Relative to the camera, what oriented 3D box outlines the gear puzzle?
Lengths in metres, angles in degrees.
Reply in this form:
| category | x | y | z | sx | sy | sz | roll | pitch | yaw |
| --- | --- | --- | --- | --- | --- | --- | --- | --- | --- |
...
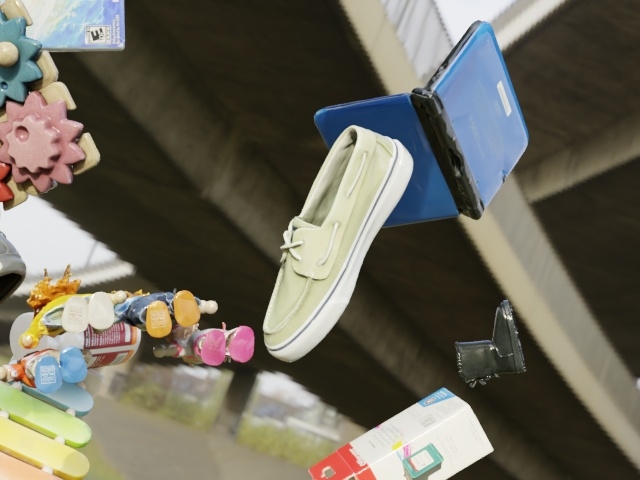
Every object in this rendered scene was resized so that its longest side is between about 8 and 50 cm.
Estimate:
| category | x | y | z | sx | sy | sz | roll | pitch | yaw |
| --- | --- | --- | --- | --- | --- | --- | --- | --- | --- |
| gear puzzle | -0.367 | -0.074 | 1.159 | 0.338 | 0.176 | 0.044 | -24 | 4 | 22 |

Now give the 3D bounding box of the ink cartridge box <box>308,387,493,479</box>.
| category | x | y | z | sx | sy | sz | roll | pitch | yaw |
| --- | --- | --- | --- | --- | --- | --- | --- | --- | --- |
| ink cartridge box | 0.107 | 0.303 | 1.821 | 0.078 | 0.231 | 0.134 | 61 | -6 | -9 |

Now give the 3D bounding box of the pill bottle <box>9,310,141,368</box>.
| category | x | y | z | sx | sy | sz | roll | pitch | yaw |
| --- | --- | --- | --- | --- | --- | --- | --- | --- | --- |
| pill bottle | -0.295 | 0.114 | 1.583 | 0.086 | 0.086 | 0.152 | 14 | 8 | 33 |

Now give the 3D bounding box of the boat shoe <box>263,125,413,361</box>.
| category | x | y | z | sx | sy | sz | roll | pitch | yaw |
| --- | --- | --- | --- | --- | --- | --- | --- | --- | --- |
| boat shoe | 0.000 | 0.000 | 1.595 | 0.094 | 0.302 | 0.109 | 28 | 0 | -31 |

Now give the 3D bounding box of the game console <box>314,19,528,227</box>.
| category | x | y | z | sx | sy | sz | roll | pitch | yaw |
| --- | --- | --- | --- | --- | --- | --- | --- | --- | --- |
| game console | 0.163 | -0.172 | 2.014 | 0.173 | 0.250 | 0.293 | 22 | -25 | 35 |

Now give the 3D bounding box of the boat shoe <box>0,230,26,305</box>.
| category | x | y | z | sx | sy | sz | roll | pitch | yaw |
| --- | --- | --- | --- | --- | --- | --- | --- | --- | --- |
| boat shoe | -0.440 | 0.101 | 1.374 | 0.091 | 0.305 | 0.109 | 43 | -7 | 25 |

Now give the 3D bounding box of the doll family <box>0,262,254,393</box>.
| category | x | y | z | sx | sy | sz | roll | pitch | yaw |
| --- | --- | --- | --- | --- | --- | --- | --- | --- | --- |
| doll family | -0.194 | 0.076 | 1.291 | 0.262 | 0.118 | 0.163 | -5 | -2 | -23 |

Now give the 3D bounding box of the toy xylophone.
| category | x | y | z | sx | sy | sz | roll | pitch | yaw |
| --- | --- | --- | --- | --- | --- | --- | --- | --- | --- |
| toy xylophone | -0.378 | 0.242 | 1.522 | 0.236 | 0.323 | 0.081 | 23 | -57 | -17 |

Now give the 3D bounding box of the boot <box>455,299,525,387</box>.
| category | x | y | z | sx | sy | sz | roll | pitch | yaw |
| --- | --- | --- | --- | --- | --- | --- | --- | --- | --- |
| boot | 0.254 | 0.158 | 2.009 | 0.099 | 0.121 | 0.045 | -12 | -3 | 13 |

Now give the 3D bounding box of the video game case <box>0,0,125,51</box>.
| category | x | y | z | sx | sy | sz | roll | pitch | yaw |
| --- | --- | --- | --- | --- | --- | --- | --- | --- | --- |
| video game case | -0.384 | -0.382 | 1.719 | 0.244 | 0.270 | 0.061 | -3 | 7 | -19 |
